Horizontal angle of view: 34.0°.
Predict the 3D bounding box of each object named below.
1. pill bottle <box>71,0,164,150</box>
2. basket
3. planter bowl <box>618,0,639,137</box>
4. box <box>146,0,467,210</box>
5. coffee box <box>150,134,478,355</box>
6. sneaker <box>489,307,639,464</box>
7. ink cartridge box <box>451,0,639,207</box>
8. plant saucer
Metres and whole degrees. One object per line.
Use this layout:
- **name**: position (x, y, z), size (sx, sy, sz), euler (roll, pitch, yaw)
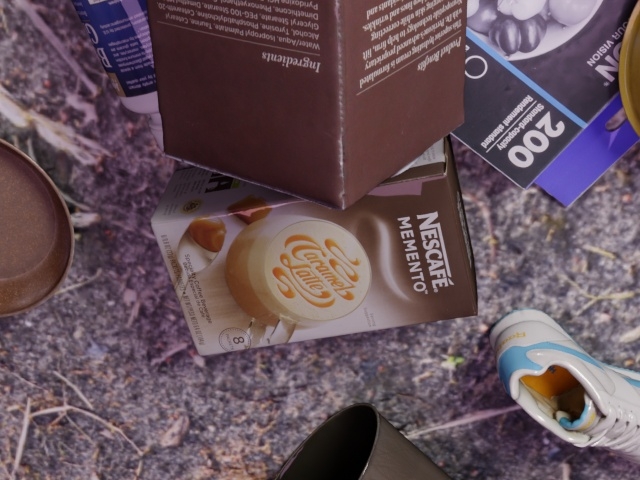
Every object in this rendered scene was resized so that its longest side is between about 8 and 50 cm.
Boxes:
- **pill bottle**: position (-0.129, -0.158, 0.818), size (0.094, 0.094, 0.169), euler (-15, 117, 15)
- **basket**: position (0.079, 0.293, 1.028), size (0.227, 0.154, 0.204), euler (34, 116, -17)
- **planter bowl**: position (0.336, -0.127, 0.756), size (0.217, 0.090, 0.217), euler (-5, 122, -9)
- **box**: position (-0.007, -0.160, 0.730), size (0.167, 0.168, 0.203), euler (18, 125, 30)
- **coffee box**: position (0.000, 0.000, 0.892), size (0.247, 0.098, 0.141), euler (-10, 118, 12)
- **sneaker**: position (0.253, 0.156, 0.958), size (0.229, 0.092, 0.087), euler (30, 117, -12)
- **ink cartridge box**: position (0.192, -0.143, 0.820), size (0.208, 0.045, 0.206), euler (34, 117, -14)
- **plant saucer**: position (-0.316, -0.021, 0.953), size (0.199, 0.036, 0.198), euler (3, 120, 6)
